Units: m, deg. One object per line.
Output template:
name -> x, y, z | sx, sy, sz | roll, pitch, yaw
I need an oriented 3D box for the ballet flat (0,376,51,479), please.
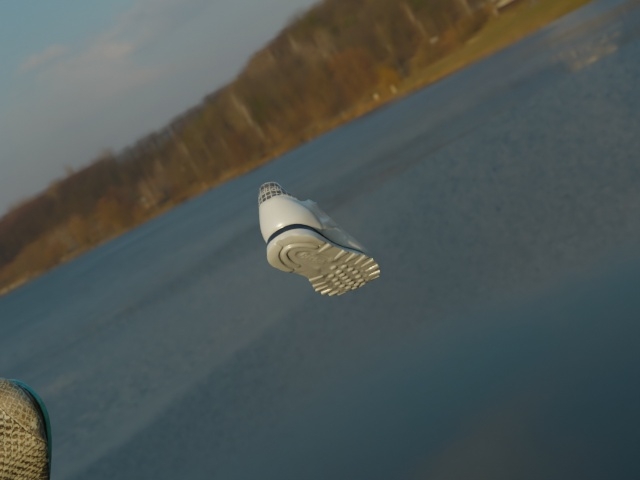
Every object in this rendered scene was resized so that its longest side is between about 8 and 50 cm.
ballet flat -> -0.403, 0.389, 1.490 | 0.164, 0.483, 0.182 | 21, 39, 30

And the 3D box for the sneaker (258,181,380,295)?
sneaker -> 0.000, 0.000, 1.524 | 0.090, 0.095, 0.235 | -31, -30, 14
